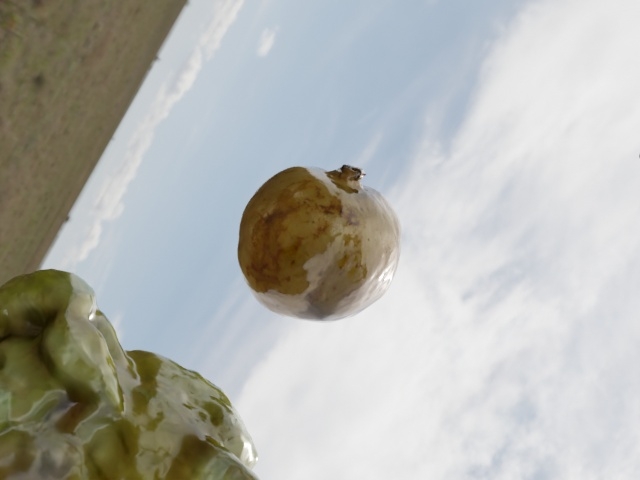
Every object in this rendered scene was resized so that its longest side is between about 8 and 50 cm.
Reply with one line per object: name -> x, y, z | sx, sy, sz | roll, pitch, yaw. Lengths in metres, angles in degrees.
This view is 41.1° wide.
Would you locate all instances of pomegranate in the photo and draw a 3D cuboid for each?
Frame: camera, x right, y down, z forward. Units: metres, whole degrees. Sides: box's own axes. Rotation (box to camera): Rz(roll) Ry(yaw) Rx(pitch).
pomegranate -> 0.000, 0.000, 1.188 | 0.248, 0.248, 0.248 | -52, -162, 25

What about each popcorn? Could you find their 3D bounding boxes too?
popcorn -> -0.215, 0.211, 0.780 | 0.292, 0.334, 0.293 | -59, -152, -11
